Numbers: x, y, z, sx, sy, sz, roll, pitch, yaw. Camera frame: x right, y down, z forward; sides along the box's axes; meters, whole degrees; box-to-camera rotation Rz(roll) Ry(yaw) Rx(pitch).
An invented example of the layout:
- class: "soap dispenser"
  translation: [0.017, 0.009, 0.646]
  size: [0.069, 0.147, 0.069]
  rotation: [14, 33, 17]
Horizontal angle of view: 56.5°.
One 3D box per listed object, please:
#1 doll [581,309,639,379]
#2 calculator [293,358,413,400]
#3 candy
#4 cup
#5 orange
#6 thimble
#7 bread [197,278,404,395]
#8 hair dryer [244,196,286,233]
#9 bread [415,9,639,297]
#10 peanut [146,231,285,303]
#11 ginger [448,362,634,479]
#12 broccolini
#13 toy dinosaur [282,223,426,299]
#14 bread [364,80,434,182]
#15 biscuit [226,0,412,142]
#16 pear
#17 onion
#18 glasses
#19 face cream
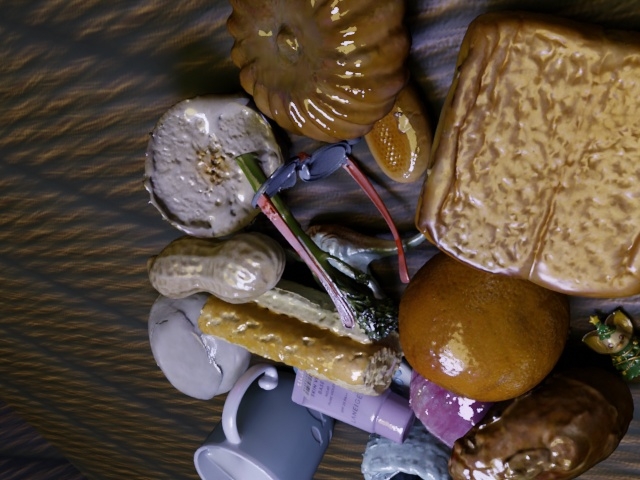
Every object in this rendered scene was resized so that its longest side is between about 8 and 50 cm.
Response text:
- class: "doll"
  translation: [0.488, 0.166, 0.973]
  size: [0.078, 0.077, 0.113]
  rotation: [-48, 61, 19]
- class: "calculator"
  translation: [0.073, 0.296, 1.333]
  size: [0.303, 0.042, 0.188]
  rotation: [7, 127, 28]
- class: "candy"
  translation: [-0.283, 0.233, 1.413]
  size: [0.296, 0.185, 0.295]
  rotation: [14, 118, 28]
- class: "cup"
  translation: [-0.127, 0.437, 1.406]
  size: [0.260, 0.274, 0.356]
  rotation: [7, 125, 28]
- class: "orange"
  translation: [0.255, 0.121, 0.936]
  size: [0.264, 0.264, 0.264]
  rotation: [17, 131, 21]
- class: "thimble"
  translation: [0.217, 0.496, 1.312]
  size: [0.250, 0.172, 0.204]
  rotation: [29, 130, 7]
- class: "bread"
  translation: [-0.029, 0.179, 1.192]
  size: [0.376, 0.165, 0.236]
  rotation: [16, 170, 26]
- class: "hair dryer"
  translation: [-0.147, -0.002, 1.203]
  size: [0.173, 0.050, 0.194]
  rotation: [0, 130, 7]
- class: "bread"
  translation: [0.312, -0.107, 0.775]
  size: [0.328, 0.148, 0.336]
  rotation: [16, 113, 17]
- class: "peanut"
  translation: [-0.198, 0.053, 1.102]
  size: [0.299, 0.120, 0.136]
  rotation: [-2, 110, 26]
- class: "ginger"
  translation: [0.355, 0.298, 0.947]
  size: [0.172, 0.321, 0.165]
  rotation: [91, 155, -73]
- class: "broccolini"
  translation: [0.000, 0.000, 0.998]
  size: [0.392, 0.074, 0.079]
  rotation: [54, 154, 0]
- class: "toy dinosaur"
  translation: [0.071, 0.036, 1.105]
  size: [0.205, 0.092, 0.393]
  rotation: [53, 142, -5]
- class: "bread"
  translation: [0.116, -0.181, 0.915]
  size: [0.114, 0.077, 0.189]
  rotation: [-3, 110, 55]
- class: "biscuit"
  translation: [-0.021, -0.291, 0.859]
  size: [0.326, 0.107, 0.325]
  rotation: [22, 128, 31]
- class: "pear"
  translation: [-0.211, -0.143, 1.080]
  size: [0.178, 0.267, 0.266]
  rotation: [20, 140, 58]
- class: "onion"
  translation: [0.311, 0.283, 1.093]
  size: [0.267, 0.159, 0.348]
  rotation: [31, 135, 5]
- class: "glasses"
  translation: [0.043, -0.028, 0.939]
  size: [0.268, 0.234, 0.118]
  rotation: [51, 132, 8]
- class: "face cream"
  translation: [0.067, 0.334, 1.279]
  size: [0.274, 0.096, 0.154]
  rotation: [20, 114, 22]
